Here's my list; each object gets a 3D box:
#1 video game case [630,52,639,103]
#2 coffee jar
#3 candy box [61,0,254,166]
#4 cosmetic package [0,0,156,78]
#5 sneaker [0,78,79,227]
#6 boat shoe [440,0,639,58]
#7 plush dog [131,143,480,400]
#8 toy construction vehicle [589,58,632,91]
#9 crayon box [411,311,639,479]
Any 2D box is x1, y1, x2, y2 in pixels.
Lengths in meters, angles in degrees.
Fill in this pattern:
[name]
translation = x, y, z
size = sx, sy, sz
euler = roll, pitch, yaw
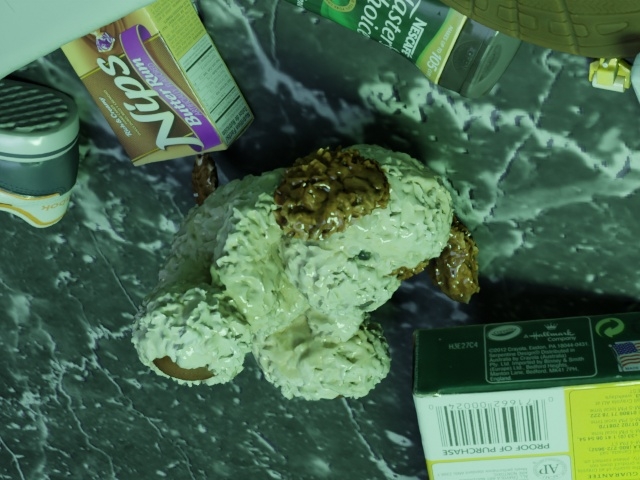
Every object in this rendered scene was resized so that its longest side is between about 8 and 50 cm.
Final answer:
[video game case]
translation = 0.302, -0.049, 0.805
size = 0.193, 0.023, 0.212
euler = 9, 162, 28
[coffee jar]
translation = 0.052, -0.173, 0.891
size = 0.184, 0.079, 0.096
euler = 29, 139, 7
[candy box]
translation = -0.145, -0.153, 1.064
size = 0.109, 0.053, 0.186
euler = -7, 122, 38
[cosmetic package]
translation = -0.073, -0.317, 0.592
size = 0.327, 0.329, 0.394
euler = 53, 151, -18
[sneaker]
translation = -0.369, -0.097, 1.211
size = 0.321, 0.126, 0.127
euler = 20, 131, 16
[boat shoe]
translation = 0.195, -0.176, 0.773
size = 0.341, 0.110, 0.121
euler = 17, 157, 15
[plush dog]
translation = 0.000, 0.000, 1.031
size = 0.225, 0.210, 0.262
euler = -21, 157, 31
[toy construction vehicle]
translation = 0.206, -0.128, 0.862
size = 0.086, 0.035, 0.098
euler = 17, 136, 20
[crayon box]
translation = 0.193, 0.202, 1.093
size = 0.202, 0.081, 0.318
euler = -5, 128, 8
